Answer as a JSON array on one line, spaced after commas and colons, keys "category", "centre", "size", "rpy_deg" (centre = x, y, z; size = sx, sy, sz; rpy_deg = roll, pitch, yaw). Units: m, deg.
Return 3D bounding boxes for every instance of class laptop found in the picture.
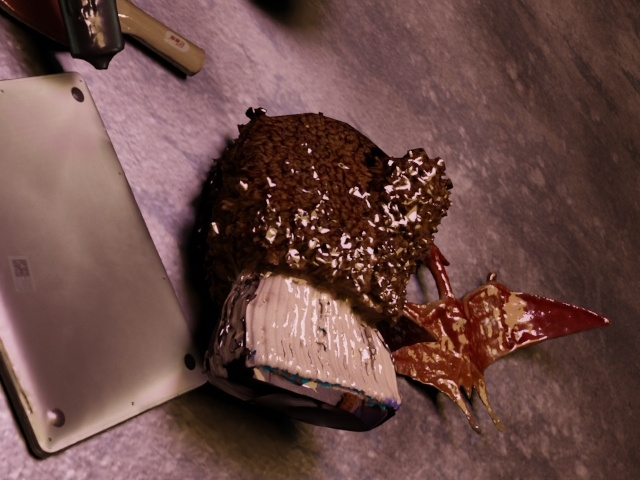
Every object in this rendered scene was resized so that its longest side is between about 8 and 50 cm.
[{"category": "laptop", "centre": [-0.188, 0.006, 1.011], "size": [0.187, 0.015, 0.269], "rpy_deg": [-19, 85, -54]}]

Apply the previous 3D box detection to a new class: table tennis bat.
[{"category": "table tennis bat", "centre": [-0.193, -0.203, 1.126], "size": [0.246, 0.022, 0.138], "rpy_deg": [31, 47, -35]}]

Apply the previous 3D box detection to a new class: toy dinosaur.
[{"category": "toy dinosaur", "centre": [0.159, 0.081, 1.320], "size": [0.327, 0.113, 0.207], "rpy_deg": [33, 47, -38]}]

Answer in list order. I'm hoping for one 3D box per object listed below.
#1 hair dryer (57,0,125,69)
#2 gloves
[{"category": "hair dryer", "centre": [-0.191, -0.284, 1.077], "size": [0.244, 0.116, 0.303], "rpy_deg": [-49, 131, -77]}, {"category": "gloves", "centre": [0.001, 0.004, 1.133], "size": [0.210, 0.135, 0.312], "rpy_deg": [8, 53, -18]}]
